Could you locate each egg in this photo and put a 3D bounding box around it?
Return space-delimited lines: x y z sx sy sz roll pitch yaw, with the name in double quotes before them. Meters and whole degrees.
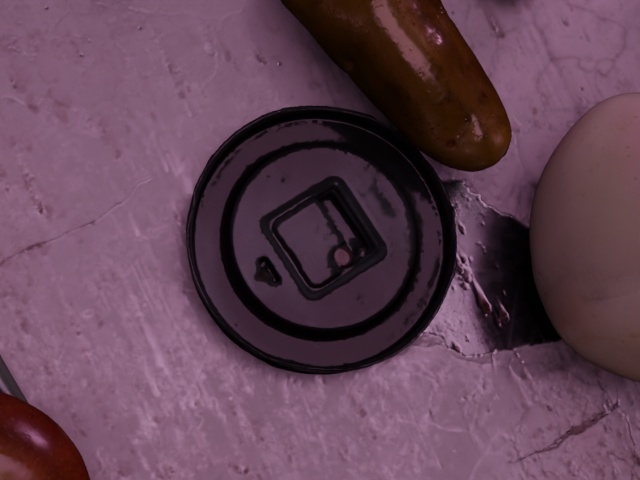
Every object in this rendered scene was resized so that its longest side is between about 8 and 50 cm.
"egg" 0.383 -0.005 1.767 0.283 0.283 0.345 -3 67 -11

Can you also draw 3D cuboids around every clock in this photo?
"clock" 0.000 0.000 1.800 0.325 0.067 0.325 2 78 -10

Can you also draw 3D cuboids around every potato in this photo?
"potato" 0.094 -0.234 1.794 0.176 0.195 0.369 -37 85 -23

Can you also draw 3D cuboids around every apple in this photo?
"apple" -0.353 0.267 1.623 0.210 0.173 0.235 -31 101 7

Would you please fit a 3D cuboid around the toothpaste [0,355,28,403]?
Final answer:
"toothpaste" -0.363 0.175 1.713 0.064 0.041 0.218 -28 88 -1
